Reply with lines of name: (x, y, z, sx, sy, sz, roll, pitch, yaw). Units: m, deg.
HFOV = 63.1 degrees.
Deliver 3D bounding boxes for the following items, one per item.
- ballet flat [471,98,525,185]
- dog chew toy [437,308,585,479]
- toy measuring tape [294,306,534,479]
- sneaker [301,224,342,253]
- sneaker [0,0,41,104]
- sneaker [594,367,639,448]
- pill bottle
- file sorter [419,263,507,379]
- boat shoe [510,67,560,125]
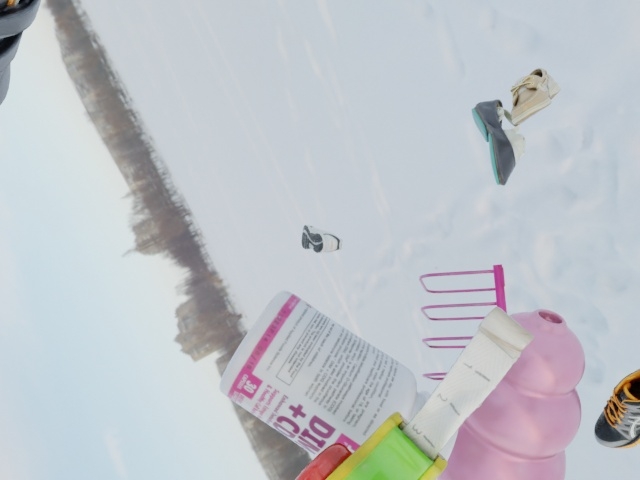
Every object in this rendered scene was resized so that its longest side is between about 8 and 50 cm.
ballet flat: (0.322, -0.183, 0.924, 0.074, 0.074, 0.203, 76, -170, -48)
dog chew toy: (0.283, 0.252, 0.776, 0.206, 0.206, 0.332, 46, 132, 53)
toy measuring tape: (0.053, 0.196, 0.434, 0.121, 0.121, 0.330, 53, 128, 38)
sneaker: (0.000, 0.000, 0.860, 0.109, 0.043, 0.040, -147, 61, -63)
sneaker: (-0.261, -0.187, 0.376, 0.321, 0.127, 0.126, 128, 143, -68)
sneaker: (0.544, 0.284, 0.912, 0.084, 0.083, 0.215, -95, 24, -55)
pill bottle: (0.025, 0.204, 0.686, 0.283, 0.160, 0.160, 32, 164, 4)
file sorter: (0.316, 0.222, 1.127, 0.202, 0.182, 0.291, 42, -135, -65)
boat shoe: (0.327, -0.230, 0.819, 0.063, 0.170, 0.059, -32, 96, 42)
